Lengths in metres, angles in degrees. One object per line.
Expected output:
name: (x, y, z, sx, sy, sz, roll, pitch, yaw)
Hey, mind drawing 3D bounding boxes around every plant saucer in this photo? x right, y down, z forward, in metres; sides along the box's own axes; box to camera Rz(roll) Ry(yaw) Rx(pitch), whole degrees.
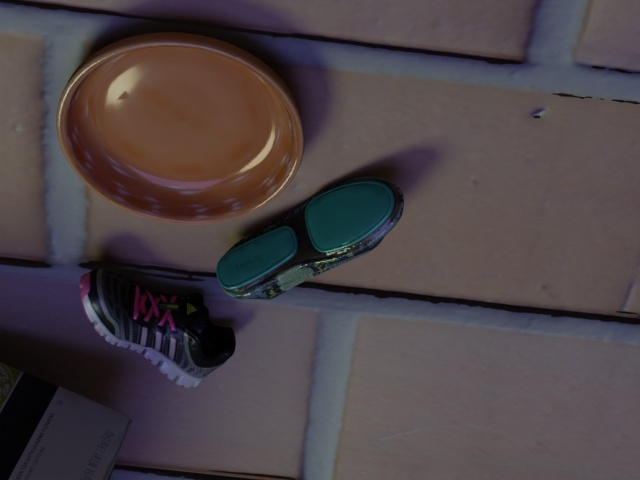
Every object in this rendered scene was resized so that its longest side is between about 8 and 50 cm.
plant saucer: (-0.111, -0.094, 1.595, 0.200, 0.037, 0.200, 3, 135, 3)

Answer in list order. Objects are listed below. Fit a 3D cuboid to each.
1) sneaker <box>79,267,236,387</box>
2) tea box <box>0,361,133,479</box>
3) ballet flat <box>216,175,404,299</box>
sneaker: (-0.138, 0.068, 1.743, 0.074, 0.063, 0.170, -27, 132, 28)
tea box: (-0.382, 0.271, 1.814, 0.323, 0.220, 0.329, 22, 134, 0)
ballet flat: (0.000, 0.000, 1.673, 0.188, 0.070, 0.070, -22, 130, 27)
